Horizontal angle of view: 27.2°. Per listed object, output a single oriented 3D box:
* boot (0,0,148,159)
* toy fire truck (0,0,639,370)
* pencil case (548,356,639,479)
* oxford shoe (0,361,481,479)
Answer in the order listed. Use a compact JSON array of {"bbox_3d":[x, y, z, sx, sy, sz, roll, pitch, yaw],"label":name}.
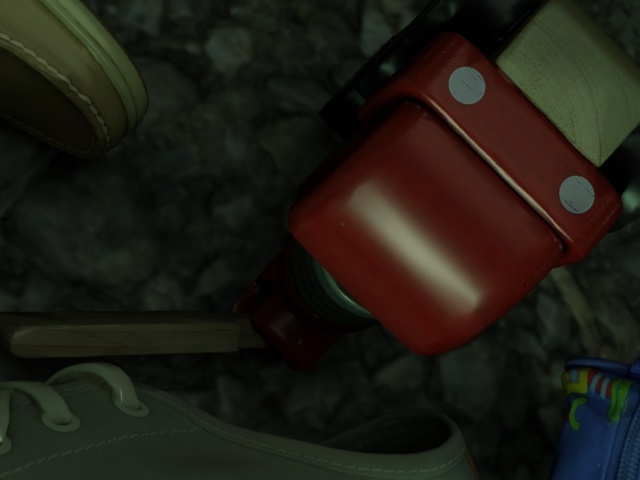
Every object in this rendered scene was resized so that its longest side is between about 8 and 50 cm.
[{"bbox_3d":[-0.223,-0.063,0.545,0.262,0.095,0.203,33,61,-9],"label":"boot"},{"bbox_3d":[0.000,0.000,0.572,0.158,0.217,0.246,44,75,-6],"label":"toy fire truck"},{"bbox_3d":[0.130,0.199,0.573,0.119,0.133,0.306,10,73,25],"label":"pencil case"},{"bbox_3d":[-0.121,0.108,0.488,0.449,0.169,0.130,7,82,-30],"label":"oxford shoe"}]
